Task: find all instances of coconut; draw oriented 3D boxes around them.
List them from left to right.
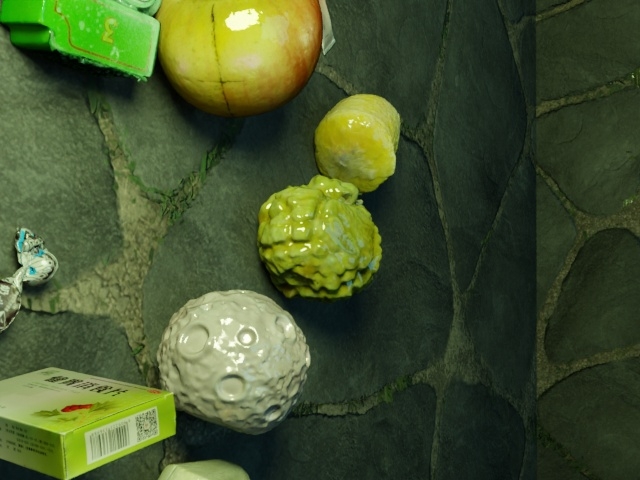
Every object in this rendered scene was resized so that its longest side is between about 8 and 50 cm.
[{"bbox_3d":[-0.197,0.465,1.299,0.222,0.202,0.202,-58,135,-34],"label":"coconut"}]

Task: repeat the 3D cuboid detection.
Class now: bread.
[{"bbox_3d":[0.083,-0.213,1.709,0.170,0.197,0.197,-61,137,-45],"label":"bread"}]

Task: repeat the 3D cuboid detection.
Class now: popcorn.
[{"bbox_3d":[0.000,0.000,1.558,0.270,0.224,0.257,-17,97,-48],"label":"popcorn"}]

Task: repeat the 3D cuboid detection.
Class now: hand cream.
[{"bbox_3d":[-0.010,-0.510,1.694,0.052,0.038,0.216,-35,128,-18],"label":"hand cream"}]

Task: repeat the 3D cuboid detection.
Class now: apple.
[{"bbox_3d":[-0.134,-0.336,1.301,0.233,0.286,0.286,78,32,-51],"label":"apple"}]

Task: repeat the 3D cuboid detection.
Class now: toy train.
[{"bbox_3d":[-0.339,-0.341,1.134,0.243,0.133,0.188,9,92,-56],"label":"toy train"}]

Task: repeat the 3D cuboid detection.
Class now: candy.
[{"bbox_3d":[-0.443,0.081,1.061,0.094,0.051,0.226,50,49,-31],"label":"candy"}]

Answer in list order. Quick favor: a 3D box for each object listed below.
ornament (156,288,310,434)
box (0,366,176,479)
[{"bbox_3d":[-0.145,0.198,1.320,0.259,0.260,0.225,40,64,-49],"label":"ornament"},{"bbox_3d":[-0.342,0.228,1.019,0.175,0.261,0.062,-11,100,-54],"label":"box"}]
